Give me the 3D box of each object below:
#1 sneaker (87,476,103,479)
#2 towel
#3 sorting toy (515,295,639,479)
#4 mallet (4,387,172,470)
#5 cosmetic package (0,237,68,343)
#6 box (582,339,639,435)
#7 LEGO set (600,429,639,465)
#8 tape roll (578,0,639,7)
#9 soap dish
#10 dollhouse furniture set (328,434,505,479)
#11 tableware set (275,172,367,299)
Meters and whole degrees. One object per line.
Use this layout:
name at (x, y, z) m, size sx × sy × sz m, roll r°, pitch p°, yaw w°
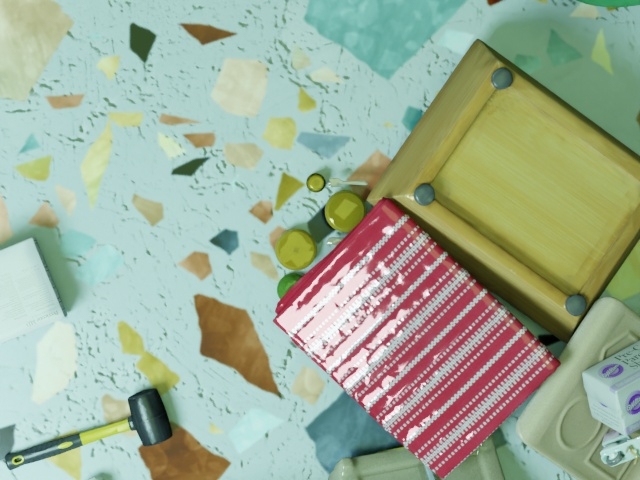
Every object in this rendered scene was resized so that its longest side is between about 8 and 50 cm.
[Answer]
sneaker at (-0.215, 0.324, 1.843) m, size 0.152 × 0.054 × 0.061 m, roll 37°, pitch 84°, yaw -5°
towel at (0.103, 0.108, 1.829) m, size 0.275 × 0.031 × 0.199 m, roll 44°, pitch 105°, yaw 2°
sorting toy at (0.335, 0.186, 1.882) m, size 0.208 × 0.038 × 0.193 m, roll 36°, pitch 86°, yaw -32°
mallet at (-0.265, 0.213, 1.847) m, size 0.190 × 0.039 × 0.062 m, roll -10°, pitch 93°, yaw -2°
cosmetic package at (-0.410, 0.086, 1.814) m, size 0.239 × 0.060 × 0.099 m, roll -22°, pitch 91°, yaw -5°
box at (0.447, 0.115, 1.860) m, size 0.324 × 0.067 × 0.063 m, roll -25°, pitch 116°, yaw -19°
LEGO set at (0.444, 0.303, 1.870) m, size 0.287 × 0.132 × 0.107 m, roll 56°, pitch 44°, yaw -22°
tape roll at (0.334, -0.417, 1.783) m, size 0.321 × 0.077 × 0.321 m, roll -11°, pitch 71°, yaw 34°
soap dish at (0.235, -0.056, 1.855) m, size 0.291 × 0.118 × 0.229 m, roll 35°, pitch 87°, yaw -6°
dollhouse furniture set at (0.129, 0.390, 1.874) m, size 0.198 × 0.151 × 0.301 m, roll -9°, pitch 63°, yaw -12°
tableware set at (0.000, 0.000, 1.879) m, size 0.104 × 0.024 × 0.154 m, roll 3°, pitch 91°, yaw -3°
